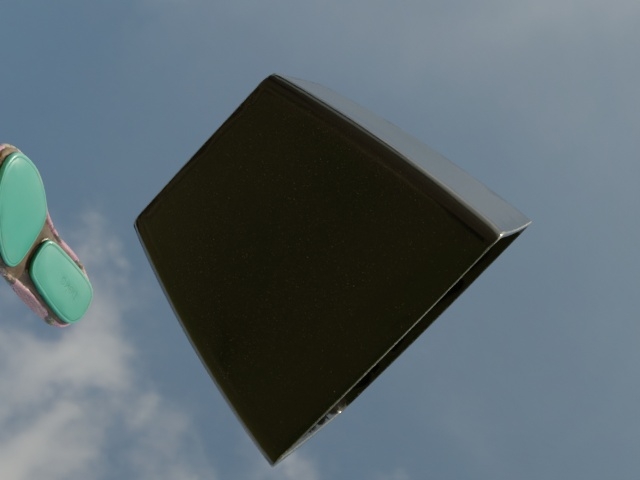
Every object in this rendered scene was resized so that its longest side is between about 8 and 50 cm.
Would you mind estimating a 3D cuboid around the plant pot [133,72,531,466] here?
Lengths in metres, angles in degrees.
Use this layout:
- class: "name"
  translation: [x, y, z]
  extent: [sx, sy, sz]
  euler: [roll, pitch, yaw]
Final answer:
- class: "plant pot"
  translation: [0.000, 0.000, 0.866]
  extent: [0.188, 0.187, 0.167]
  euler: [-45, -97, 12]

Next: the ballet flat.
- class: "ballet flat"
  translation: [-0.250, -0.004, 1.128]
  extent: [0.079, 0.221, 0.077]
  euler: [18, -117, 21]
